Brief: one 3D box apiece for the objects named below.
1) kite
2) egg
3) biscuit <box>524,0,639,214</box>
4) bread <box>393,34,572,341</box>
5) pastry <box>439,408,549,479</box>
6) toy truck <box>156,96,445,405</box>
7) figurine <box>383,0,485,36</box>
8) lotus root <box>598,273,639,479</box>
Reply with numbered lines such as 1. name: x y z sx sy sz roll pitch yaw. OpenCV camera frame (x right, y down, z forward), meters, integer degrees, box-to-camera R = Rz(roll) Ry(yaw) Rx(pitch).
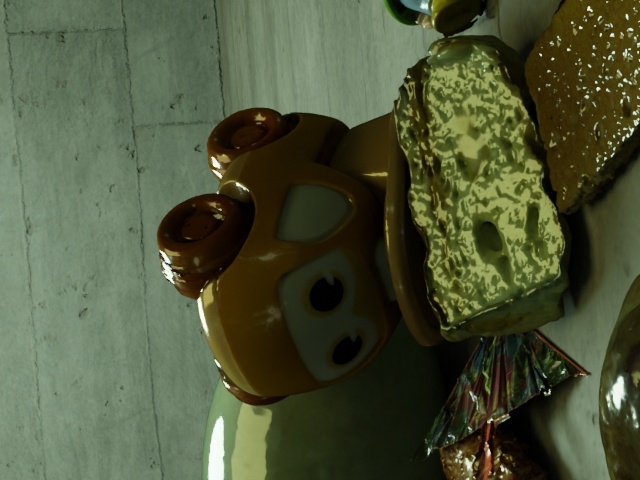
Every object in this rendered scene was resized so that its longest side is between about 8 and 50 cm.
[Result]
1. kite: 0.142 0.121 0.977 0.232 0.009 0.189 -44 25 47
2. egg: 0.007 0.213 1.227 0.258 0.258 0.352 -140 55 -75
3. biscuit: 0.184 -0.116 0.764 0.231 0.025 0.131 113 150 -67
4. bread: 0.130 -0.045 0.921 0.128 0.088 0.232 -26 68 42
5. pastry: 0.151 0.197 1.004 0.169 0.063 0.087 -122 34 -61
6. toy truck: 0.000 0.000 1.064 0.288 0.212 0.204 -72 -30 -44
7. figurine: 0.059 -0.283 1.086 0.263 0.143 0.162 53 172 39
8. lotus root: 0.191 0.093 0.561 0.138 0.138 0.214 -112 19 -57
